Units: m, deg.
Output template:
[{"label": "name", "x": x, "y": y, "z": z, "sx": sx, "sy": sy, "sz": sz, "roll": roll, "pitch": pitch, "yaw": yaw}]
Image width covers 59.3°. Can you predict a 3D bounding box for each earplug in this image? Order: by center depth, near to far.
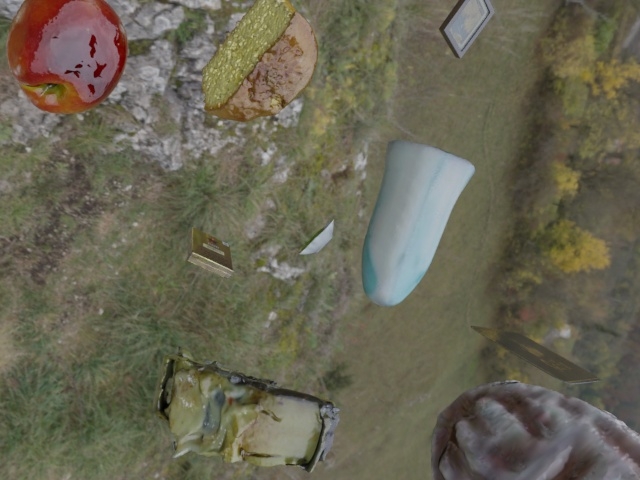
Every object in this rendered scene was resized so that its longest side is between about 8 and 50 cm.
[{"label": "earplug", "x": 0.175, "y": -0.021, "z": 1.144, "sx": 0.185, "sy": 0.185, "sz": 0.324, "roll": 17, "pitch": 92, "yaw": -57}]

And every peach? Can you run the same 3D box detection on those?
[{"label": "peach", "x": -0.472, "y": -0.359, "z": 1.060, "sx": 0.199, "sy": 0.243, "sz": 0.244, "roll": 24, "pitch": 87, "yaw": -26}]

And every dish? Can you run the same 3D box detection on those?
[{"label": "dish", "x": 0.000, "y": 0.000, "z": 1.556, "sx": 0.137, "sy": 0.039, "sz": 0.091, "roll": -43, "pitch": -173, "yaw": 20}]

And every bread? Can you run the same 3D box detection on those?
[{"label": "bread", "x": -0.135, "y": -0.432, "z": 1.392, "sx": 0.179, "sy": 0.194, "sz": 0.340, "roll": 12, "pitch": 134, "yaw": -48}]

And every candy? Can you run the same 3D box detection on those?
[{"label": "candy", "x": 0.244, "y": 0.270, "z": 0.557, "sx": 0.157, "sy": 0.289, "sz": 0.214, "roll": 29, "pitch": 99, "yaw": -41}]

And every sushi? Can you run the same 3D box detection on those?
[{"label": "sushi", "x": -0.119, "y": 0.252, "z": 0.809, "sx": 0.131, "sy": 0.290, "sz": 0.139, "roll": 29, "pitch": 76, "yaw": -73}]

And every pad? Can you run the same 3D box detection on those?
[{"label": "pad", "x": 0.557, "y": 0.262, "z": 1.325, "sx": 0.375, "sy": 0.315, "sz": 0.063, "roll": 15, "pitch": 104, "yaw": -52}]

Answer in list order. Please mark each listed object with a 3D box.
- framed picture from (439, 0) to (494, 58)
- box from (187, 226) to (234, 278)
[{"label": "framed picture", "x": 0.415, "y": -0.622, "z": 1.588, "sx": 0.169, "sy": 0.023, "sz": 0.128, "roll": -54, "pitch": 137, "yaw": 1}, {"label": "box", "x": -0.223, "y": 0.024, "z": 1.134, "sx": 0.090, "sy": 0.133, "sz": 0.023, "roll": 29, "pitch": 104, "yaw": -23}]
